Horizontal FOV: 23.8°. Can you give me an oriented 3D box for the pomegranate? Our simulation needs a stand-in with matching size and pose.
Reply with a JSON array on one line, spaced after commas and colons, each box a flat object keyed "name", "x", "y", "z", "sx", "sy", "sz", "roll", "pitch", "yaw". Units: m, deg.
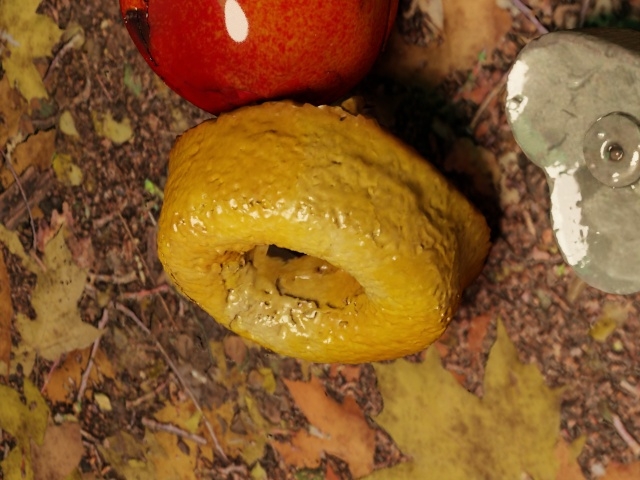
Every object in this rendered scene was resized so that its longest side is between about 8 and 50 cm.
[{"name": "pomegranate", "x": -0.040, "y": -0.201, "z": 1.130, "sx": 0.210, "sy": 0.210, "sz": 0.235, "roll": 13, "pitch": 92, "yaw": 38}]

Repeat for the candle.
[{"name": "candle", "x": 0.219, "y": -0.065, "z": 1.025, "sx": 0.168, "sy": 0.068, "sz": 0.192, "roll": -26, "pitch": 86, "yaw": 39}]

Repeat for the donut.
[{"name": "donut", "x": -0.001, "y": -0.001, "z": 1.134, "sx": 0.253, "sy": 0.253, "sz": 0.118, "roll": -18, "pitch": 47, "yaw": 41}]
